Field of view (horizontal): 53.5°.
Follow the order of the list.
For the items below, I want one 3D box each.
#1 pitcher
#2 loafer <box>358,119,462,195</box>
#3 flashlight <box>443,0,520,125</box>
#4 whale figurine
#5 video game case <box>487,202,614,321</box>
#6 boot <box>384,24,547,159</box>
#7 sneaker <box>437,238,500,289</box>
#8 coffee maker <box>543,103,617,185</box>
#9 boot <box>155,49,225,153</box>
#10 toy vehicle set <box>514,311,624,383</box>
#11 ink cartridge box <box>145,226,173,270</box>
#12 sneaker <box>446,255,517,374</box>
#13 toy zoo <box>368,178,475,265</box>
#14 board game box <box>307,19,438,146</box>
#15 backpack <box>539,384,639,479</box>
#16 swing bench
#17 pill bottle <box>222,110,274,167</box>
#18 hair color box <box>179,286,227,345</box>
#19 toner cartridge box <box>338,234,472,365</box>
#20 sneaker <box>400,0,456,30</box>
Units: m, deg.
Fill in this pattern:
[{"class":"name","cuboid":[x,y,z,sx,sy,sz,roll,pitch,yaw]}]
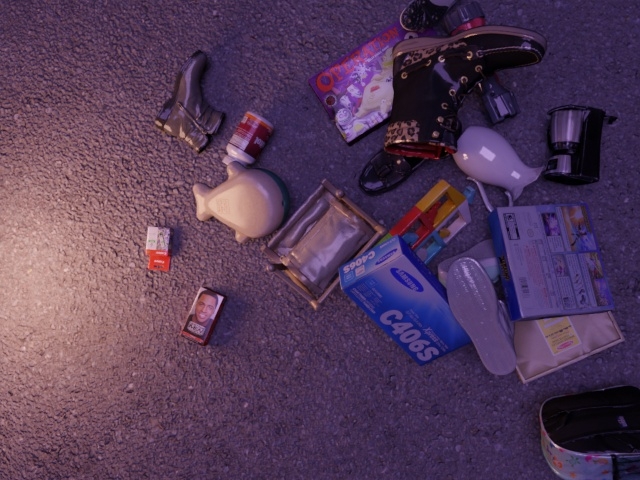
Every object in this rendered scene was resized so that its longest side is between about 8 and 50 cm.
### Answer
[{"class":"pitcher","cuboid":[0.421,-0.172,1.579,0.207,0.125,0.178,38,124,13]},{"class":"loafer","cuboid":[0.224,-0.223,1.612,0.302,0.095,0.109,-33,83,4]},{"class":"flashlight","cuboid":[0.415,-0.446,1.610,0.103,0.103,0.304,-25,88,6]},{"class":"whale figurine","cuboid":[-0.201,-0.103,1.652,0.272,0.141,0.216,2,107,30]},{"class":"video game case","cuboid":[0.544,0.048,1.507,0.244,0.061,0.270,-3,73,-13]},{"class":"boot","cuboid":[0.321,-0.340,1.483,0.377,0.138,0.284,5,78,31]},{"class":"sneaker","cuboid":[0.407,0.092,1.586,0.256,0.094,0.151,-18,124,-15]},{"class":"coffee maker","cuboid":[0.638,-0.228,1.550,0.171,0.120,0.178,5,87,7]},{"class":"boot","cuboid":[-0.321,-0.370,1.709,0.161,0.083,0.246,28,95,1]},{"class":"toy vehicle set","cuboid":[0.583,0.223,1.565,0.267,0.035,0.166,-25,83,5]},{"class":"ink cartridge box","cuboid":[-0.435,0.022,1.709,0.062,0.029,0.115,5,86,7]},{"class":"sneaker","cuboid":[0.377,0.150,1.487,0.108,0.169,0.292,-18,104,21]},{"class":"toy zoo","cuboid":[0.264,-0.026,1.551,0.293,0.192,0.030,-45,52,2]},{"class":"board game box","cuboid":[0.165,-0.426,1.661,0.347,0.056,0.208,-33,78,4]},{"class":"backpack","cuboid":[0.633,0.453,1.447,0.253,0.225,0.191,-4,116,6]},{"class":"swing bench","cuboid":[0.000,0.000,1.562,0.165,0.255,0.253,41,93,-13]},{"class":"pill bottle","cuboid":[-0.192,-0.257,1.671,0.086,0.086,0.152,30,91,8]},{"class":"hair color box","cuboid":[-0.308,0.200,1.673,0.072,0.043,0.141,22,88,9]},{"class":"toner cartridge box","cuboid":[0.208,0.149,1.474,0.165,0.075,0.348,-32,125,20]},{"class":"sneaker","cuboid":[0.288,-0.612,1.623,0.237,0.086,0.085,-42,113,-14]}]
